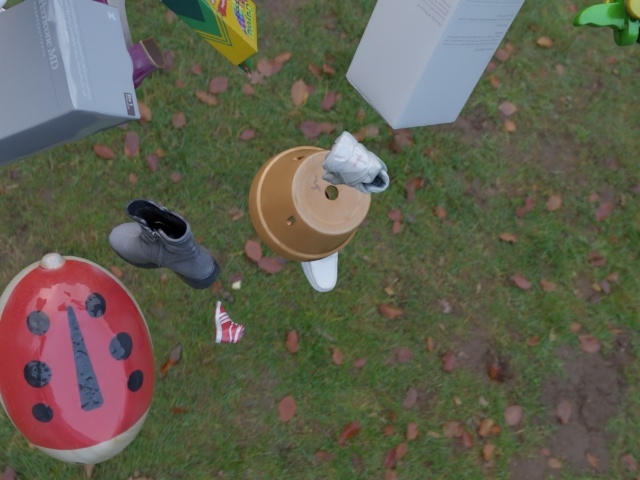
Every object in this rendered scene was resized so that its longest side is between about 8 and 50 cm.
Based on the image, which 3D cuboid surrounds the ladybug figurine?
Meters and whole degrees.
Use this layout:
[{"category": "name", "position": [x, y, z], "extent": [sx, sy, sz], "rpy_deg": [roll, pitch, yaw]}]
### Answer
[{"category": "ladybug figurine", "position": [-0.468, 0.243, 1.362], "extent": [0.305, 0.162, 0.449], "rpy_deg": [-19, 110, -23]}]

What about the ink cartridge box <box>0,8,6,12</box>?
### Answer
[{"category": "ink cartridge box", "position": [-0.763, -0.417, 1.539], "extent": [0.160, 0.092, 0.219], "rpy_deg": [27, 100, -19]}]

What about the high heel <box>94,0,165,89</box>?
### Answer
[{"category": "high heel", "position": [-0.527, -0.529, 1.646], "extent": [0.377, 0.181, 0.127], "rpy_deg": [64, 27, -8]}]

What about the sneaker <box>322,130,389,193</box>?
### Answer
[{"category": "sneaker", "position": [0.068, -0.121, 1.269], "extent": [0.115, 0.232, 0.090], "rpy_deg": [35, 95, 3]}]

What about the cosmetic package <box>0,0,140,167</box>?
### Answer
[{"category": "cosmetic package", "position": [-0.319, -0.160, 0.747], "extent": [0.107, 0.238, 0.127], "rpy_deg": [-10, 86, -61]}]

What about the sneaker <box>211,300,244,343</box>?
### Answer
[{"category": "sneaker", "position": [-0.203, 0.183, 1.552], "extent": [0.067, 0.042, 0.118], "rpy_deg": [9, 37, -18]}]

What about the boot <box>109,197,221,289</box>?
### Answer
[{"category": "boot", "position": [-0.392, -0.024, 1.625], "extent": [0.338, 0.223, 0.118], "rpy_deg": [15, 61, 27]}]

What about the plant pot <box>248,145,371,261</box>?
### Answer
[{"category": "plant pot", "position": [-0.008, -0.098, 1.703], "extent": [0.291, 0.203, 0.291], "rpy_deg": [2, 84, -21]}]

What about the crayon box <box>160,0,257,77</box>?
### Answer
[{"category": "crayon box", "position": [-0.260, -0.585, 1.781], "extent": [0.318, 0.081, 0.202], "rpy_deg": [35, 37, -42]}]

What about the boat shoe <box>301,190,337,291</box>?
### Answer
[{"category": "boat shoe", "position": [0.000, 0.000, 1.840], "extent": [0.098, 0.096, 0.277], "rpy_deg": [-10, 93, -21]}]

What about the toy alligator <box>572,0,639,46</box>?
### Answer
[{"category": "toy alligator", "position": [0.315, -0.216, 0.616], "extent": [0.189, 0.056, 0.051], "rpy_deg": [-26, 104, 1]}]

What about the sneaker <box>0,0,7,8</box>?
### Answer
[{"category": "sneaker", "position": [-0.277, -0.218, 0.517], "extent": [0.109, 0.044, 0.040], "rpy_deg": [44, 90, 4]}]

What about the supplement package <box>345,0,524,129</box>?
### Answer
[{"category": "supplement package", "position": [0.123, -0.225, 0.772], "extent": [0.105, 0.179, 0.105], "rpy_deg": [-14, 54, -37]}]
